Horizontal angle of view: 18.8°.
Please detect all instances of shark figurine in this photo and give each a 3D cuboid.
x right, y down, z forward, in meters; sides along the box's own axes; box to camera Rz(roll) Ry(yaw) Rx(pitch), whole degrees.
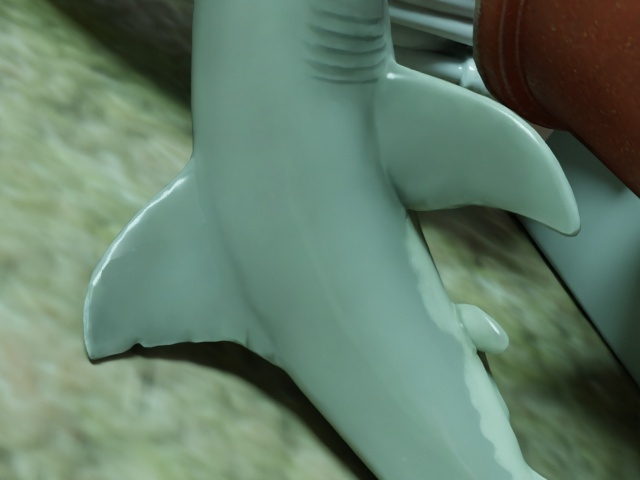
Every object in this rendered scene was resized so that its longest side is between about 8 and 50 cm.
[{"bbox_3d":[0.003,0.027,0.504,0.116,0.166,0.278,-18,75,-31],"label":"shark figurine"}]

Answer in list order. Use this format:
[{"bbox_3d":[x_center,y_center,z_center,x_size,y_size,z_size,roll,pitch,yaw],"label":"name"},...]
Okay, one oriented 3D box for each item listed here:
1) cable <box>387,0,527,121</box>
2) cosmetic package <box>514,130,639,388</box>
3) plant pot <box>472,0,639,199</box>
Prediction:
[{"bbox_3d":[-0.017,-0.146,0.677,0.257,0.089,0.257,15,20,-25],"label":"cable"},{"bbox_3d":[0.183,0.036,0.678,0.127,0.107,0.238,11,34,-41],"label":"cosmetic package"},{"bbox_3d":[0.226,-0.033,0.493,0.272,0.272,0.265,-3,50,-54],"label":"plant pot"}]
